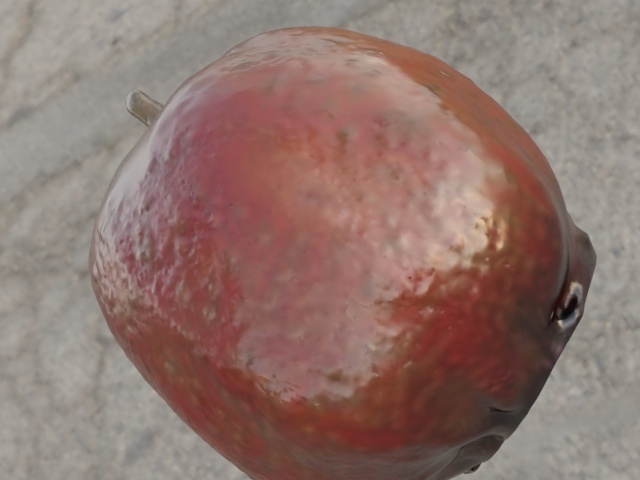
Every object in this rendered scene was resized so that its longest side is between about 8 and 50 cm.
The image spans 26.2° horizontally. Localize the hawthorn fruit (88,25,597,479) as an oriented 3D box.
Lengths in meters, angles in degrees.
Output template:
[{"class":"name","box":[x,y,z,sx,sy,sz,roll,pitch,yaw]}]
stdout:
[{"class":"hawthorn fruit","box":[0.000,0.000,0.618,0.215,0.215,0.250,-42,67,-5]}]
